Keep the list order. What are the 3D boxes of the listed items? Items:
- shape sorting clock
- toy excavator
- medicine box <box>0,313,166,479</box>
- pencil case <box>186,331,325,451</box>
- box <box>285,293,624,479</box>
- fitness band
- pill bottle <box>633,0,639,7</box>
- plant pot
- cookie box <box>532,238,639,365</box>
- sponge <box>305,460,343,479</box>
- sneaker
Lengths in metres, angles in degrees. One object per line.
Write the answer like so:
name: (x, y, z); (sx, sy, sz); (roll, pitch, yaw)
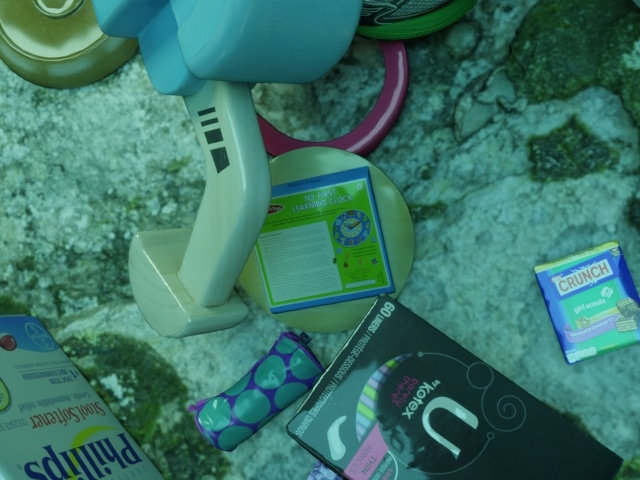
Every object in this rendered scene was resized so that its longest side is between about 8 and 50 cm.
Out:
shape sorting clock: (0.000, 0.000, 0.948); (0.206, 0.040, 0.206); (3, 105, 10)
toy excavator: (-0.093, -0.170, 0.827); (0.433, 0.222, 0.446); (-31, 71, 43)
medicine box: (-0.328, 0.230, 0.897); (0.149, 0.263, 0.289); (-44, 79, 6)
pencil case: (-0.068, 0.164, 0.950); (0.151, 0.064, 0.070); (-41, 95, 6)
box: (0.120, 0.201, 0.843); (0.270, 0.143, 0.165); (34, 78, 8)
fitness band: (-0.034, -0.210, 0.982); (0.291, 0.054, 0.209); (41, 97, 13)
pill bottle: (0.437, -0.361, 0.820); (0.187, 0.188, 0.334); (31, 93, 13)
plant pot: (-0.312, -0.304, 1.055); (0.236, 0.032, 0.237); (-1, 85, 11)
cookie box: (0.279, 0.063, 0.896); (0.091, 0.040, 0.107); (-20, 81, 11)
sponge: (0.022, 0.308, 0.936); (0.117, 0.031, 0.210); (31, 92, 12)
sneaker: (0.151, -0.323, 0.878); (0.343, 0.146, 0.134); (-27, 77, -1)
